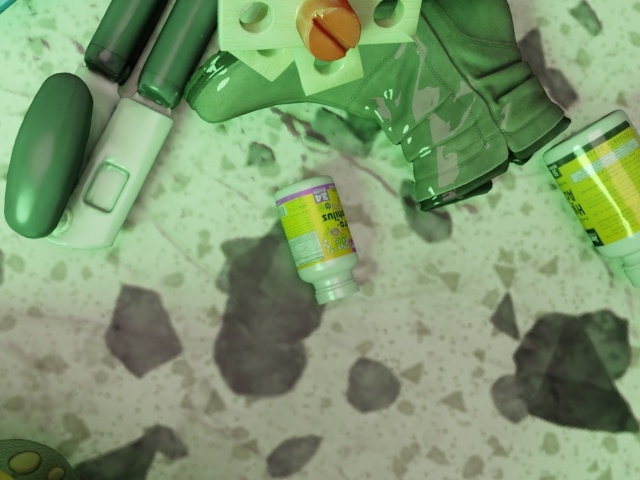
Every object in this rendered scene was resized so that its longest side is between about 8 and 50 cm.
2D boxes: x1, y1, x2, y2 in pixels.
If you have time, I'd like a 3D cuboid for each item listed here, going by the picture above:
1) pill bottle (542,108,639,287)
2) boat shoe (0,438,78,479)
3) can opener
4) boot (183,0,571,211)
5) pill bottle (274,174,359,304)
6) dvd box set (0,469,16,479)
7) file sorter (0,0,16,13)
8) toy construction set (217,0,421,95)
[{"bbox_3d":[0.213,-0.028,0.577,0.065,0.065,0.116,-31,89,-8],"label":"pill bottle"},{"bbox_3d":[-0.192,0.286,0.492,0.116,0.123,0.324,-13,82,20],"label":"boat shoe"},{"bbox_3d":[-0.118,-0.125,0.533,0.076,0.095,0.283,25,84,-4],"label":"can opener"},{"bbox_3d":[0.047,-0.089,0.554,0.246,0.083,0.161,-24,90,-12],"label":"boot"},{"bbox_3d":[0.000,0.000,0.562,0.043,0.043,0.083,-18,88,-7],"label":"pill bottle"},{"bbox_3d":[-0.203,0.261,0.379,0.420,0.062,0.308,18,88,34],"label":"dvd box set"},{"bbox_3d":[-0.187,-0.242,0.488,0.170,0.104,0.118,-43,94,-7],"label":"file sorter"},{"bbox_3d":[0.015,-0.231,0.476,0.215,0.151,0.328,7,52,-27],"label":"toy construction set"}]
